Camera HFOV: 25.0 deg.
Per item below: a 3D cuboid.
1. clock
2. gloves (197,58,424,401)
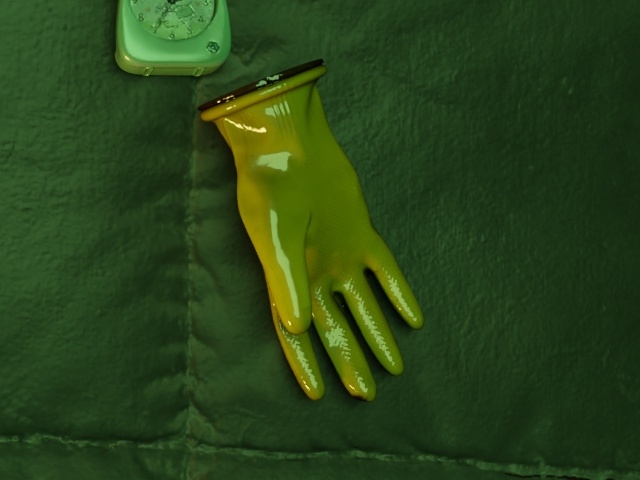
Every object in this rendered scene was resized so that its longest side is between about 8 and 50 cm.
[{"bbox_3d":[-0.132,-0.213,1.275,0.101,0.041,0.135,0,81,-16],"label":"clock"},{"bbox_3d":[0.001,-0.001,1.259,0.133,0.116,0.294,-22,95,-11],"label":"gloves"}]
